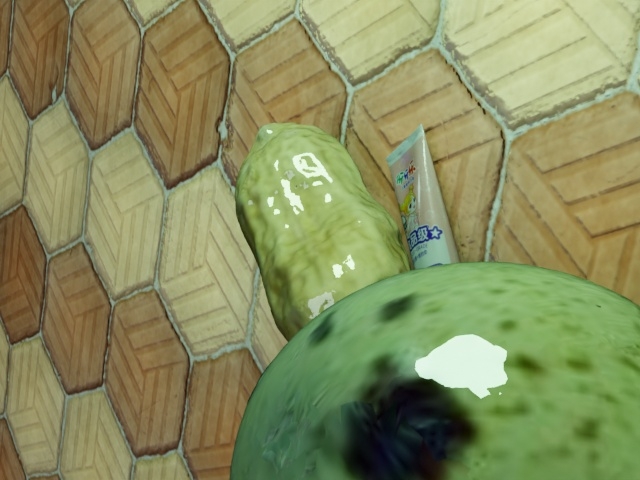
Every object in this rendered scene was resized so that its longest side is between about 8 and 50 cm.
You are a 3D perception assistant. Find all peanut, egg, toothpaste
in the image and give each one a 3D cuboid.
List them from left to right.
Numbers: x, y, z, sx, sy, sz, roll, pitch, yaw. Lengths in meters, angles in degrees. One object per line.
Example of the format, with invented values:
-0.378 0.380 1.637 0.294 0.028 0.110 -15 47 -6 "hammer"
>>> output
0.003 0.009 1.079 0.291 0.143 0.159 -118 9 -47 "peanut"
0.100 -0.008 1.038 0.067 0.043 0.194 -44 52 52 "toothpaste"
0.105 0.183 0.787 0.428 0.345 0.345 17 106 56 "egg"
